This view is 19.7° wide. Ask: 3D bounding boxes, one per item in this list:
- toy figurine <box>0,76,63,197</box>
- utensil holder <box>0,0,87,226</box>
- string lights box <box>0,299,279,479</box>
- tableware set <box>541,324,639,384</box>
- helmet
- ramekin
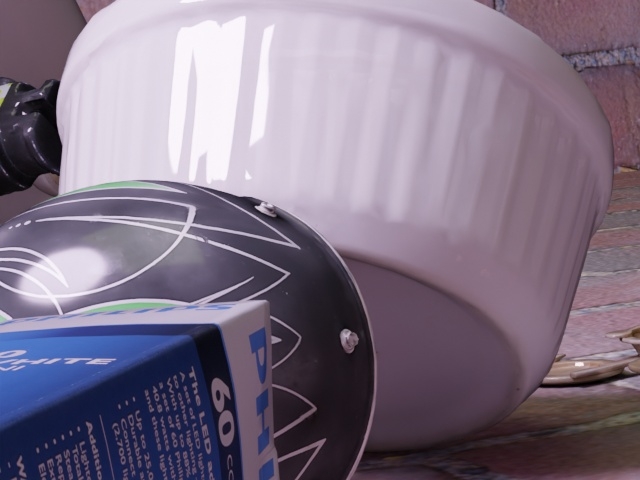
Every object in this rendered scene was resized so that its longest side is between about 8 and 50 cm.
[{"bbox_3d":[-0.144,0.010,1.037,0.148,0.209,0.213,-11,2,33],"label":"toy figurine"},{"bbox_3d":[-0.315,-0.125,1.190,0.328,0.327,0.385,-5,-30,8],"label":"utensil holder"},{"bbox_3d":[-0.071,0.094,0.345,0.077,0.133,0.260,-5,4,14],"label":"string lights box"},{"bbox_3d":[0.204,0.067,1.079,0.141,0.020,0.169,-9,5,-40],"label":"tableware set"},{"bbox_3d":[-0.066,0.054,0.684,0.169,0.169,0.161,-6,-11,-3],"label":"helmet"},{"bbox_3d":[0.000,0.000,0.871,0.273,0.127,0.273,7,-30,4],"label":"ramekin"}]
